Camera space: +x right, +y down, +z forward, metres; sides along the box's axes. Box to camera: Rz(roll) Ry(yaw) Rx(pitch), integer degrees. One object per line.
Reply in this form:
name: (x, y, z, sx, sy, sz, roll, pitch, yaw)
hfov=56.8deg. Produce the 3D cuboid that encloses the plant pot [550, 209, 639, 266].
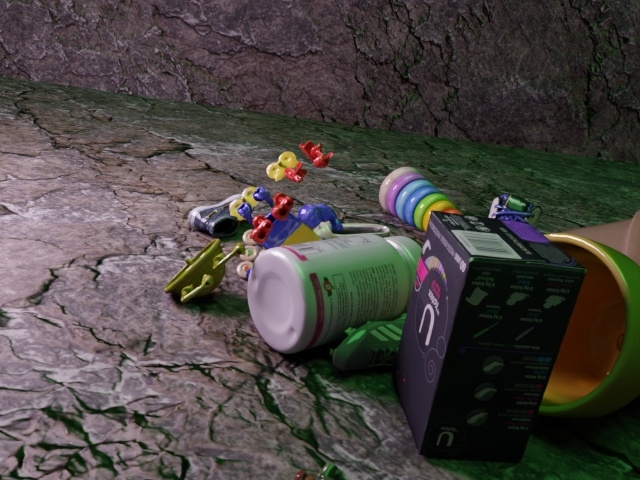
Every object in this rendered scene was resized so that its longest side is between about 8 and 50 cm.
plant pot: (0.531, 0.066, 1.115, 0.229, 0.263, 0.263, 4, 14, 38)

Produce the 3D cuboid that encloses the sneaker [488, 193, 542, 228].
sneaker: (0.383, -0.001, 1.267, 0.127, 0.182, 0.315, 17, 22, 24)

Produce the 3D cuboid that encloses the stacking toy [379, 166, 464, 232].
stacking toy: (0.283, -0.062, 1.487, 0.141, 0.141, 0.330, -2, 30, -27)

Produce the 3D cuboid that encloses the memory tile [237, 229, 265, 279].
memory tile: (-0.082, 0.033, 1.138, 0.148, 0.012, 0.113, 8, 57, -2)

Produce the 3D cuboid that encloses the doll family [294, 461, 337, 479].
doll family: (-0.006, 0.287, 0.517, 0.111, 0.076, 0.193, 15, 24, 2)

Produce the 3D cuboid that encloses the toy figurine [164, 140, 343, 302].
toy figurine: (-0.063, 0.029, 1.028, 0.217, 0.362, 0.191, 48, -12, -25)

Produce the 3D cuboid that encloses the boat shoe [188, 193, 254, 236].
boat shoe: (-0.200, -0.051, 1.334, 0.083, 0.065, 0.183, 27, 33, 33)

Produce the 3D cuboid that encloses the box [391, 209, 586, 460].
box: (0.197, 0.118, 0.755, 0.143, 0.270, 0.165, 6, 21, -8)

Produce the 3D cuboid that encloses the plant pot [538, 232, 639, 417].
plant pot: (0.401, 0.137, 0.871, 0.239, 0.254, 0.254, 16, 15, -31)

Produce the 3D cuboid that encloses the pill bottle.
pill bottle: (0.040, 0.075, 0.960, 0.283, 0.160, 0.160, -9, 27, -38)

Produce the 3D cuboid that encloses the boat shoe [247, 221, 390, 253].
boat shoe: (0.000, 0.000, 1.228, 0.302, 0.094, 0.109, 3, 22, -15)

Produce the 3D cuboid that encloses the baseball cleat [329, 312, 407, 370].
baseball cleat: (0.117, 0.163, 0.891, 0.206, 0.072, 0.109, -15, 38, -40)
